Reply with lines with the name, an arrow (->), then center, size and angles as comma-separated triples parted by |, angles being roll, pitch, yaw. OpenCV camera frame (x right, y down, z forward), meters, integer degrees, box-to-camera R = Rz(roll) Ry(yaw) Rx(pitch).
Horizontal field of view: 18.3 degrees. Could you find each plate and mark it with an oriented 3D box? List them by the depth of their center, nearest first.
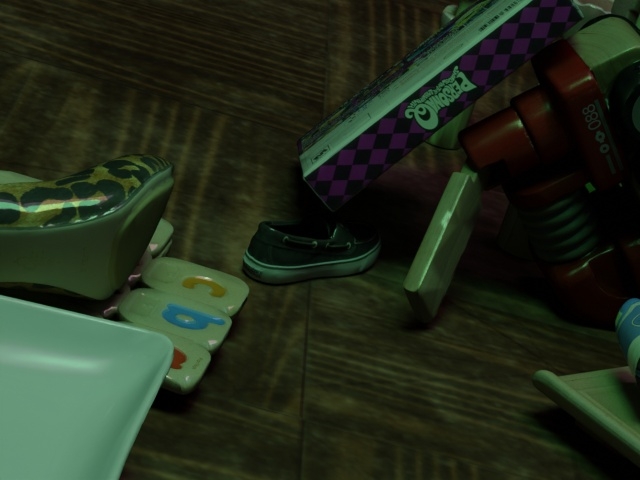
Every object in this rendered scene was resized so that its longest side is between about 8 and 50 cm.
plate -> -0.231, 0.095, 0.987 | 0.278, 0.045, 0.277 | 12, 24, 2

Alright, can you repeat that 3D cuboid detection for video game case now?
video game case -> 0.083, -0.120, 1.514 | 0.042, 0.232, 0.210 | 51, 4, -9

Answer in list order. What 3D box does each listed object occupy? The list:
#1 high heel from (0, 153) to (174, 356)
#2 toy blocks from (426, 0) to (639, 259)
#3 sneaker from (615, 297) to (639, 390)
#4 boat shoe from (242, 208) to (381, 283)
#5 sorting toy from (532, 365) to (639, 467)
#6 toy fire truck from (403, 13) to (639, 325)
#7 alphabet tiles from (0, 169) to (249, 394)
high heel -> -0.206, -0.024, 1.220 | 0.186, 0.093, 0.261 | 26, 33, 9
toy blocks -> 0.280, -0.140, 1.692 | 0.309, 0.260, 0.288 | 9, 24, -21
sneaker -> 0.296, 0.076, 1.354 | 0.211, 0.080, 0.081 | 13, 24, -25
boat shoe -> 0.000, 0.000, 1.446 | 0.049, 0.040, 0.142 | 31, 26, 30
sorting toy -> 0.265, 0.142, 1.329 | 0.208, 0.038, 0.193 | 2, 27, -44
toy fire truck -> 0.172, -0.014, 1.468 | 0.246, 0.217, 0.158 | -26, 32, 1
alphabet tiles -> -0.193, 0.024, 1.274 | 0.278, 0.021, 0.284 | 17, 22, 4
